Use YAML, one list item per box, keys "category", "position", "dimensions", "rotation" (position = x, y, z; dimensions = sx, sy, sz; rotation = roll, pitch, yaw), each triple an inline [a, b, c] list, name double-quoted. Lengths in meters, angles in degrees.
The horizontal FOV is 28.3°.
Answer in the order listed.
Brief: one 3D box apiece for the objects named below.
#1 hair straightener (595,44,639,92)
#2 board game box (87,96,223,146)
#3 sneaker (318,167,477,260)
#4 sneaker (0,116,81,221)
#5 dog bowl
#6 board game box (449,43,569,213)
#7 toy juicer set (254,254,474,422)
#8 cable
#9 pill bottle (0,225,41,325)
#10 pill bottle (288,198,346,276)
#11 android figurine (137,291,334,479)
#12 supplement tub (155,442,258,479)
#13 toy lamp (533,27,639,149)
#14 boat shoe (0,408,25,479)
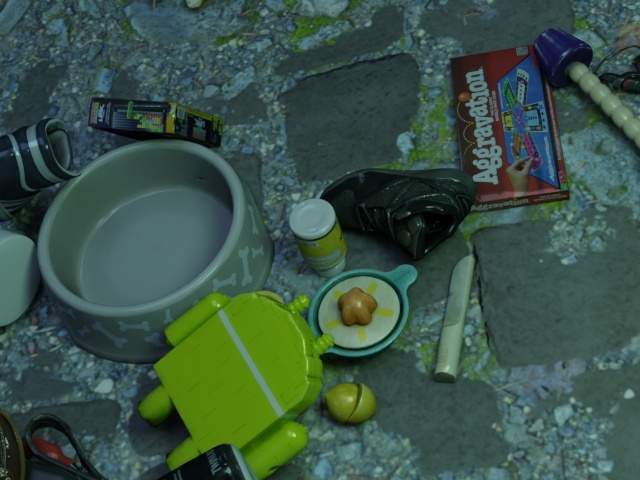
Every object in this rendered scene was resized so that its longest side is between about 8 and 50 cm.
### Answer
- category: "hair straightener"
  position: [0.508, -0.232, 1.818]
  dimensions: [0.230, 0.047, 0.089]
  rotation: [14, 60, 29]
- category: "board game box"
  position: [-0.244, -0.176, 1.900]
  dimensions: [0.141, 0.170, 0.048]
  rotation: [5, 89, 20]
- category: "sneaker"
  position: [0.091, -0.035, 1.733]
  dimensions: [0.228, 0.087, 0.130]
  rotation: [-1, 34, 22]
- category: "sneaker"
  position: [-0.423, -0.103, 1.853]
  dimensions: [0.153, 0.282, 0.099]
  rotation: [-20, 86, -3]
- category: "dog bowl"
  position: [-0.244, 0.001, 1.816]
  dimensions: [0.349, 0.102, 0.348]
  rotation: [-8, 54, 11]
- category: "board game box"
  position: [0.270, -0.167, 1.840]
  dimensions: [0.145, 0.027, 0.281]
  rotation: [-9, 54, 10]
- category: "toy juicer set"
  position: [0.059, 0.127, 1.651]
  dimensions: [0.329, 0.089, 0.209]
  rotation: [-14, 53, 5]
- category: "cable"
  position: [-0.302, 0.319, 1.646]
  dimensions: [0.287, 0.072, 0.139]
  rotation: [17, 62, 13]
- category: "pill bottle"
  position: [-0.560, 0.020, 1.849]
  dimensions: [0.283, 0.161, 0.161]
  rotation: [16, 61, 25]
- category: "pill bottle"
  position: [0.000, 0.000, 1.739]
  dimensions: [0.065, 0.116, 0.065]
  rotation: [-7, 54, 10]
- category: "android figurine"
  position: [-0.105, 0.178, 1.619]
  dimensions: [0.273, 0.056, 0.248]
  rotation: [-41, 65, 12]
- category: "supplement tub"
  position: [-0.193, 0.389, 1.469]
  dimensions: [0.316, 0.193, 0.193]
  rotation: [-29, 53, -5]
- category: "toy lamp"
  position: [0.398, -0.202, 1.788]
  dimensions: [0.080, 0.080, 0.274]
  rotation: [-32, 56, -8]
- category: "boat shoe"
  position: [-0.416, 0.317, 1.594]
  dimensions: [0.073, 0.073, 0.207]
  rotation: [-8, 87, 23]
